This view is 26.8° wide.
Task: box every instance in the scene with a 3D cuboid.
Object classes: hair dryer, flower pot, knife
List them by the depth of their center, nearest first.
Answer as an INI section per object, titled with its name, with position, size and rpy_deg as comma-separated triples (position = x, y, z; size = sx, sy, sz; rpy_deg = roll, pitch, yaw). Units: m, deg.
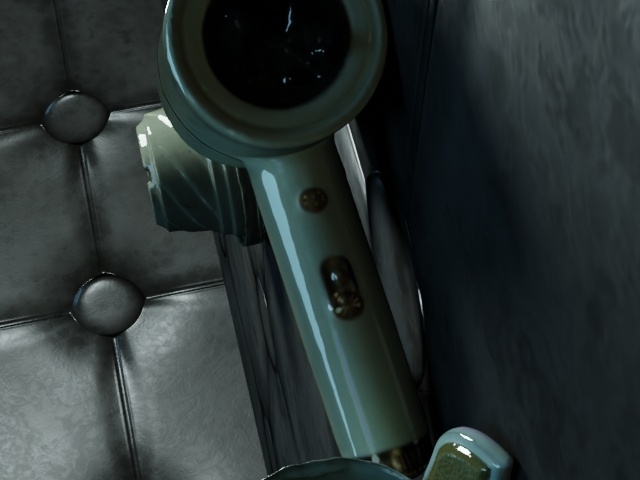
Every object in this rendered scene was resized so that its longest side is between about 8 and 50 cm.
[knife]
position = 0.076, 0.180, 0.799
size = 0.061, 0.027, 0.343
rpy_deg = 60, 163, 24
[hair dryer]
position = 0.000, 0.000, 0.834
size = 0.203, 0.128, 0.362
rpy_deg = 173, 78, -81
[flower pot]
position = -0.152, -0.096, 1.683
size = 0.235, 0.140, 0.236
rpy_deg = 169, 90, -85

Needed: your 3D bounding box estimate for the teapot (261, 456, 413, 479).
[teapot]
position = -0.001, 0.252, 0.779
size = 0.171, 0.203, 0.225
rpy_deg = -65, -29, -55
